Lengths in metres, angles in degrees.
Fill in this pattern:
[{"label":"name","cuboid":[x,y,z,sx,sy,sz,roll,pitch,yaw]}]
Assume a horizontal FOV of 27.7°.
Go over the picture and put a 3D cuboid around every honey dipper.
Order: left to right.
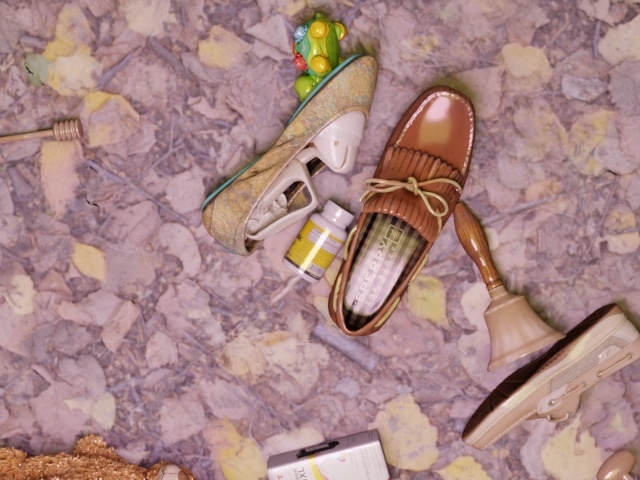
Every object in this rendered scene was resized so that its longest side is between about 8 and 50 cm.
[{"label":"honey dipper","cuboid":[-0.431,-0.155,1.912,0.161,0.030,0.030,-7,96,6]}]

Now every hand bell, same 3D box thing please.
[{"label":"hand bell","cuboid":[0.249,0.057,1.893,0.126,0.126,0.242,-26,83,4]}]

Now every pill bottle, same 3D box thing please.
[{"label":"pill bottle","cuboid":[0.000,0.000,1.898,0.065,0.065,0.116,34,95,-2]}]

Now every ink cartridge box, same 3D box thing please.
[{"label":"ink cartridge box","cuboid":[0.019,0.369,1.932,0.175,0.072,0.127,-15,96,2]}]

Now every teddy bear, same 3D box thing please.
[{"label":"teddy bear","cuboid":[-0.319,0.359,1.860,0.338,0.245,0.113,14,103,5]}]

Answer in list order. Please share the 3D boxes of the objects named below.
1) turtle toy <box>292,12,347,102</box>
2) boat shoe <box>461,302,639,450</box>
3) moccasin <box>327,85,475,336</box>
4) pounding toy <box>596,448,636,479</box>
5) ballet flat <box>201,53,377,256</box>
[{"label":"turtle toy","cuboid":[-0.007,-0.261,1.864,0.066,0.095,0.130,2,96,23]},{"label":"boat shoe","cuboid":[0.342,0.219,1.895,0.302,0.109,0.098,-39,93,-1]},{"label":"moccasin","cuboid":[0.113,-0.040,1.849,0.139,0.147,0.380,30,96,-2]},{"label":"pounding toy","cuboid":[0.456,0.453,1.889,0.154,0.155,0.269,-34,94,0]},{"label":"ballet flat","cuboid":[-0.021,-0.111,1.855,0.348,0.123,0.123,-44,93,9]}]
